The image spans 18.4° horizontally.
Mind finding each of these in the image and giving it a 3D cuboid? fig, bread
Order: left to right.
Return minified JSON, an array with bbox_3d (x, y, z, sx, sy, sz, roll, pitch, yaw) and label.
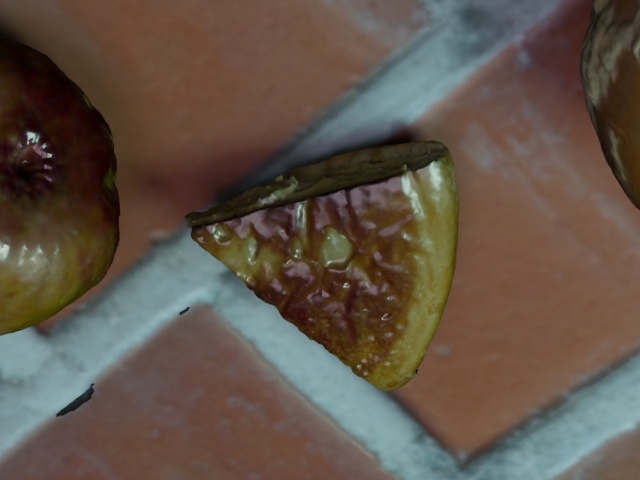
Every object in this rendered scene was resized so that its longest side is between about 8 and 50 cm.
[{"bbox_3d":[-0.228,-0.013,1.064,0.257,0.159,0.159,-12,119,37],"label":"fig"},{"bbox_3d":[0.023,-0.006,1.051,0.154,0.054,0.136,35,122,-17],"label":"bread"}]

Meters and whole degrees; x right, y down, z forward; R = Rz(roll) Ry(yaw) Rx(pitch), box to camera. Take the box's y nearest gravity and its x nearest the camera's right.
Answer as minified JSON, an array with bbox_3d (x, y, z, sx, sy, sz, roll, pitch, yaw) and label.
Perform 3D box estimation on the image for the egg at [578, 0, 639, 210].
[{"bbox_3d":[0.213,-0.089,0.884,0.194,0.195,0.233,6,123,8],"label":"egg"}]
